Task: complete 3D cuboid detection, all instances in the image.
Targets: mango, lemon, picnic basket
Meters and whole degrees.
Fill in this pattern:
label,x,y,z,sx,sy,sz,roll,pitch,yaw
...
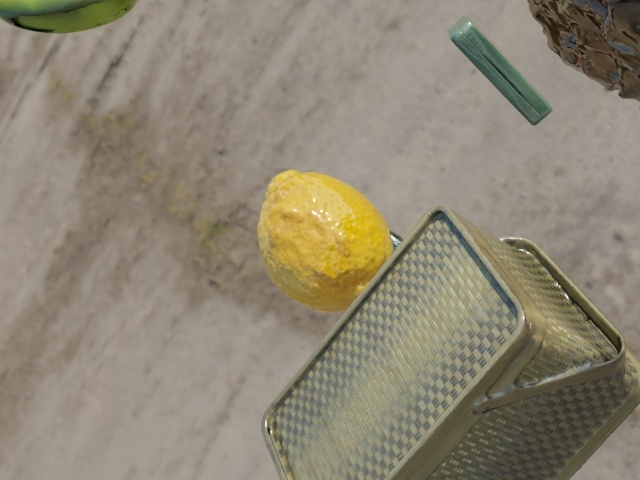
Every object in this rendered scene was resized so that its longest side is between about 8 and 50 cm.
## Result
label,x,y,z,sx,sy,sz,roll,pitch,yaw
mango,-0.273,-0.267,1.422,0.074,0.165,0.091,87,174,-74
lemon,0.000,0.000,1.466,0.142,0.142,0.187,-49,64,23
picnic basket,0.092,0.124,0.994,0.266,0.139,0.165,-52,36,17

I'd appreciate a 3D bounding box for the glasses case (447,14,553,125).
label,x,y,z,sx,sy,sz,roll,pitch,yaw
glasses case,0.263,-0.250,1.954,0.039,0.184,0.078,-43,13,14

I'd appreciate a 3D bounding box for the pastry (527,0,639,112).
label,x,y,z,sx,sy,sz,roll,pitch,yaw
pastry,0.313,-0.279,1.100,0.292,0.405,0.337,-23,37,-6

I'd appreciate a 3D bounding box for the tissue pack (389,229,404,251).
label,x,y,z,sx,sy,sz,roll,pitch,yaw
tissue pack,0.034,0.000,1.875,0.170,0.103,0.090,35,79,17
